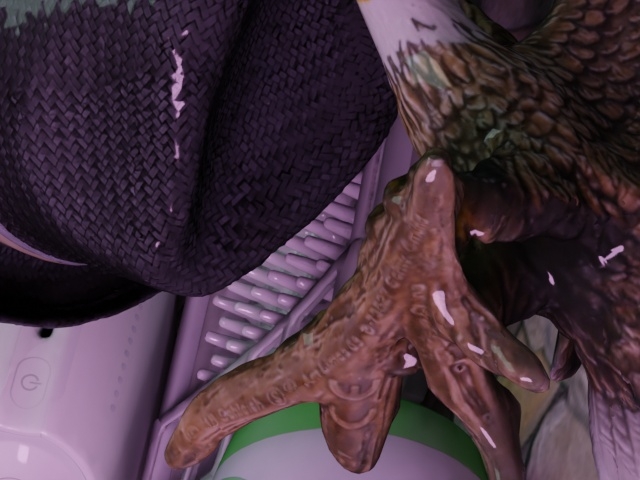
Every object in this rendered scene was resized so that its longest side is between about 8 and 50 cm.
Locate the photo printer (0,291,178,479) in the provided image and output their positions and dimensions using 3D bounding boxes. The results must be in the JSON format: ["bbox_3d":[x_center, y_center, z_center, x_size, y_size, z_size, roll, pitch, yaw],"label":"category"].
[{"bbox_3d":[-0.155,0.120,1.094,0.256,0.107,0.308,-78,-3,-49],"label":"photo printer"}]

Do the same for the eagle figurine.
[{"bbox_3d":[0.086,-0.050,0.671,0.226,0.225,0.298,3,31,32],"label":"eagle figurine"}]

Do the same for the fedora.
[{"bbox_3d":[-0.058,-0.096,0.823,0.152,0.334,0.334,26,96,42],"label":"fedora"}]

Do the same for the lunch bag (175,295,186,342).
[{"bbox_3d":[-0.222,-0.011,1.286,0.256,0.305,0.213,-57,21,33],"label":"lunch bag"}]

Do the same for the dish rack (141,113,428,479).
[{"bbox_3d":[0.000,0.000,0.990,0.285,0.072,0.333,136,150,-56],"label":"dish rack"}]

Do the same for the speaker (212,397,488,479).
[{"bbox_3d":[0.002,0.207,0.660,0.131,0.131,0.297,-50,26,47],"label":"speaker"}]
